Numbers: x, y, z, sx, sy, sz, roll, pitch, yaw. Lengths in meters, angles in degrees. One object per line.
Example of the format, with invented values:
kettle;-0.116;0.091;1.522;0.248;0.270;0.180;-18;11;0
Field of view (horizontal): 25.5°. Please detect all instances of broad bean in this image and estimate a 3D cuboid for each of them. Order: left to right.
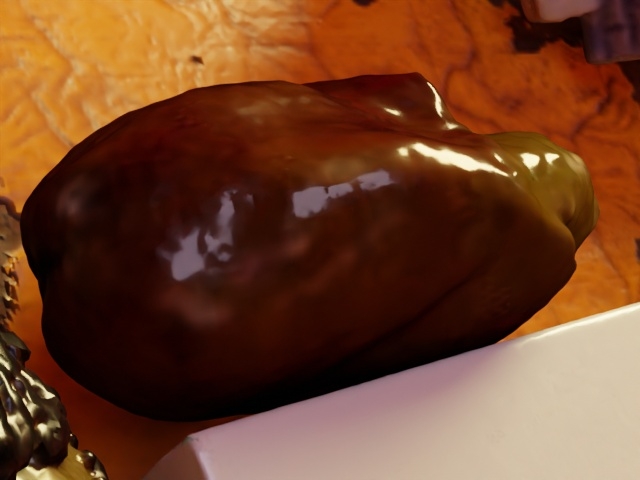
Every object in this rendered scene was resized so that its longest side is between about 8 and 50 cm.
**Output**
broad bean;0.000;-0.003;0.531;0.229;0.156;0.122;-13;75;-28

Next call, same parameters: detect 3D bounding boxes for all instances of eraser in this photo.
eraser;0.082;0.082;0.540;0.298;0.076;0.078;-13;70;-31

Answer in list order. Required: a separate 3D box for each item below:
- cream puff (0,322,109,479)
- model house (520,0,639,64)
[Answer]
cream puff;-0.160;0.092;0.375;0.239;0.165;0.239;20;53;-28
model house;0.187;-0.227;0.755;0.237;0.202;0.236;-14;107;-10
